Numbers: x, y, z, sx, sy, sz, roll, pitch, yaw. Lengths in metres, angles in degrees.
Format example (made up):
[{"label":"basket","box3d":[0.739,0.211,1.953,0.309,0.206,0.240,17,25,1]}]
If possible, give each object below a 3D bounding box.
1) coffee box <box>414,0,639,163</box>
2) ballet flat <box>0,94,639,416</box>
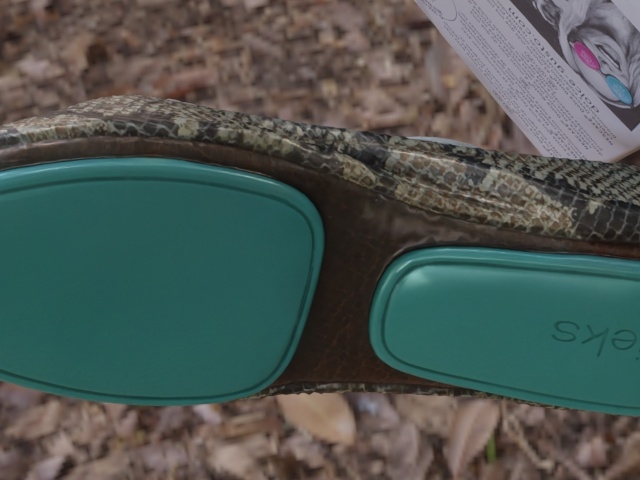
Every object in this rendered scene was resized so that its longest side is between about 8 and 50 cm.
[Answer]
[{"label":"coffee box","box3d":[0.214,-0.287,1.089,0.338,0.334,0.338,-40,90,-11]},{"label":"ballet flat","box3d":[0.000,0.000,0.902,0.483,0.164,0.182,5,31,-19]}]
